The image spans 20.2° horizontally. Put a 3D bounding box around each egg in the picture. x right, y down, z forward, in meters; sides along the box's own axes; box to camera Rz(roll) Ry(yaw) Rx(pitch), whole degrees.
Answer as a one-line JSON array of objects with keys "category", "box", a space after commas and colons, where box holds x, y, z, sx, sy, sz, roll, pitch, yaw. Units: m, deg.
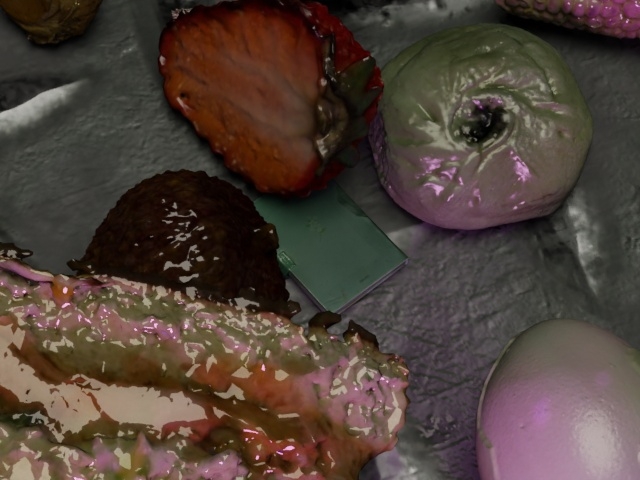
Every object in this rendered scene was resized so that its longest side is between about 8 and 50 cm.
[{"category": "egg", "box": [0.217, 0.167, 1.519, 0.183, 0.183, 0.217, -17, 63, -14]}]

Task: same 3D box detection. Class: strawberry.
[{"category": "strawberry", "box": [-0.038, -0.151, 1.682, 0.236, 0.190, 0.111, 27, 28, 33]}]

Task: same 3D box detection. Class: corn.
[{"category": "corn", "box": [0.341, -0.248, 1.782, 0.335, 0.127, 0.127, 3, 63, 1]}]

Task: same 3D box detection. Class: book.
[{"category": "book", "box": [0.000, 0.000, 1.671, 0.103, 0.017, 0.135, -36, 71, -23]}]

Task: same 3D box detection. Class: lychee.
[{"category": "lychee", "box": [-0.117, 0.033, 1.556, 0.194, 0.194, 0.194, 2, 63, -5]}]

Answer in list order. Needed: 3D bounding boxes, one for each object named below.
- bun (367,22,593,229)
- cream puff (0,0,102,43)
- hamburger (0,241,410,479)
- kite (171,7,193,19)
[{"category": "bun", "box": [0.154, -0.116, 1.694, 0.221, 0.108, 0.221, 3, 62, -5]}, {"category": "cream puff", "box": [-0.258, -0.259, 1.724, 0.104, 0.119, 0.133, -36, 99, -39]}, {"category": "hamburger", "box": [-0.171, 0.187, 1.408, 0.445, 0.287, 0.268, 10, 63, -5]}, {"category": "kite", "box": [-0.085, -0.185, 1.762, 0.156, 0.011, 0.139, 32, 68, 11]}]
